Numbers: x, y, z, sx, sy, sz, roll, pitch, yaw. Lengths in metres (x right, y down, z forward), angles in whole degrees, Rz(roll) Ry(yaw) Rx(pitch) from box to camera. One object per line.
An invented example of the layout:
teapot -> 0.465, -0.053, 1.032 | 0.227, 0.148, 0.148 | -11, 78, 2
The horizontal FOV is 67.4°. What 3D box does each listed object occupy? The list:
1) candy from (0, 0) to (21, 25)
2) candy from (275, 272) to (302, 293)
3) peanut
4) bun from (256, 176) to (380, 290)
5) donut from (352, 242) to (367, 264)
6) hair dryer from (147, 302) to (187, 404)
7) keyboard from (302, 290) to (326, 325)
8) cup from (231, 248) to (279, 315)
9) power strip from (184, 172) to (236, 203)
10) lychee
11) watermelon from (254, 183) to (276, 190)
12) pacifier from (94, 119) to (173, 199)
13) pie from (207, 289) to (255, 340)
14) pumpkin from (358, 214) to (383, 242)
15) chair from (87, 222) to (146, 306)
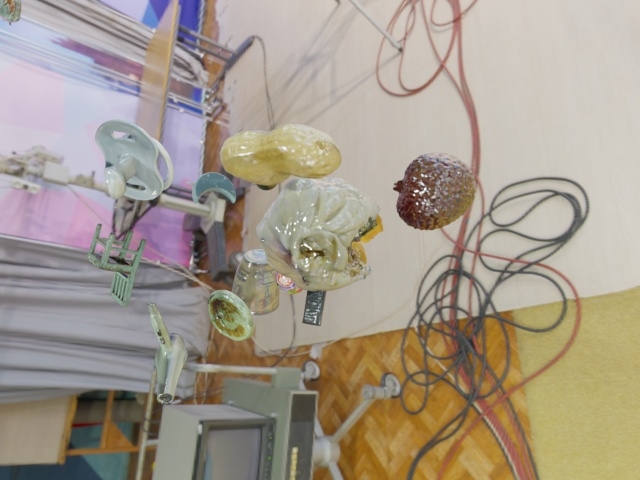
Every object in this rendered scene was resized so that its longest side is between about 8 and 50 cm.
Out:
candy -> -0.968, -0.723, 1.497 | 0.292, 0.059, 0.086 | 29, 104, 54
candy -> -0.066, 0.163, 1.878 | 0.124, 0.365, 0.124 | -4, 77, 20
peanut -> -0.076, -0.161, 0.898 | 0.263, 0.117, 0.101 | -1, 72, 35
bun -> -0.014, -0.006, 1.053 | 0.281, 0.281, 0.205 | -57, -1, 24
donut -> 0.102, 0.047, 1.792 | 0.174, 0.074, 0.190 | -1, 116, 60
hair dryer -> -0.402, 0.304, 1.239 | 0.225, 0.088, 0.219 | 87, 170, -52
keyboard -> -0.013, 0.191, 1.796 | 0.087, 0.017, 0.250 | 4, 80, 31
cup -> -0.278, 0.165, 2.234 | 0.301, 0.227, 0.257 | -63, -14, -65
power strip -> -0.466, -0.221, 2.033 | 0.044, 0.216, 0.137 | -21, 74, 55
lychee -> 0.361, -0.154, 1.532 | 0.260, 0.260, 0.260 | -22, 62, 48
watermelon -> -0.245, -0.264, 2.081 | 0.105, 0.133, 0.105 | 60, 170, 19
pacifier -> -0.570, -0.208, 1.420 | 0.207, 0.227, 0.279 | -68, -12, -48
pie -> -0.369, 0.306, 1.961 | 0.240, 0.054, 0.240 | 15, 122, 25
pumpkin -> 0.145, -0.043, 1.455 | 0.083, 0.054, 0.074 | -40, 38, 26
chair -> -0.758, 0.091, 1.743 | 0.136, 0.147, 0.270 | 24, 96, 41
